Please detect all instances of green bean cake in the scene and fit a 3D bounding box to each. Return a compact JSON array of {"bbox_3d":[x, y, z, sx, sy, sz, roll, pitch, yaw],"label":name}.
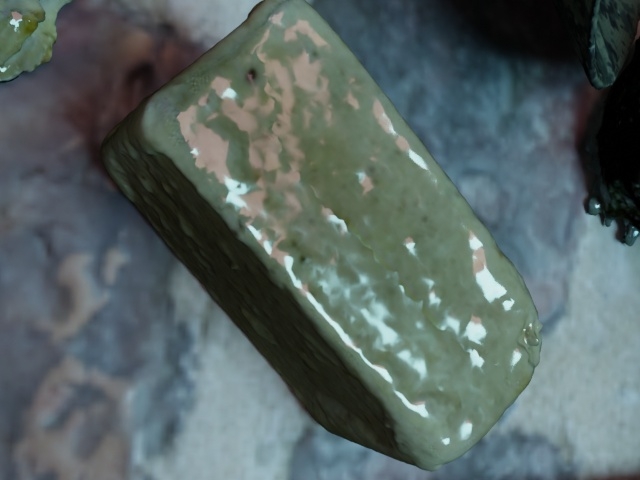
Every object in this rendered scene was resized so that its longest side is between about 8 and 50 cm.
[{"bbox_3d":[0.000,0.000,0.391,0.085,0.109,0.179,-43,100,-19],"label":"green bean cake"}]

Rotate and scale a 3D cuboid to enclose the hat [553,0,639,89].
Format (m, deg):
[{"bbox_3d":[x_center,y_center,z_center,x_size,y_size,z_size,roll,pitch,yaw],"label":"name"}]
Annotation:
[{"bbox_3d":[0.096,-0.196,0.427,0.128,0.265,0.265,10,80,18],"label":"hat"}]

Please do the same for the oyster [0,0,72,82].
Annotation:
[{"bbox_3d":[-0.164,-0.114,0.363,0.209,0.072,0.133,-38,101,-21],"label":"oyster"}]

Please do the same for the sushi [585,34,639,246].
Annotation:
[{"bbox_3d":[0.254,-0.033,0.483,0.225,0.126,0.136,27,78,-10],"label":"sushi"}]
